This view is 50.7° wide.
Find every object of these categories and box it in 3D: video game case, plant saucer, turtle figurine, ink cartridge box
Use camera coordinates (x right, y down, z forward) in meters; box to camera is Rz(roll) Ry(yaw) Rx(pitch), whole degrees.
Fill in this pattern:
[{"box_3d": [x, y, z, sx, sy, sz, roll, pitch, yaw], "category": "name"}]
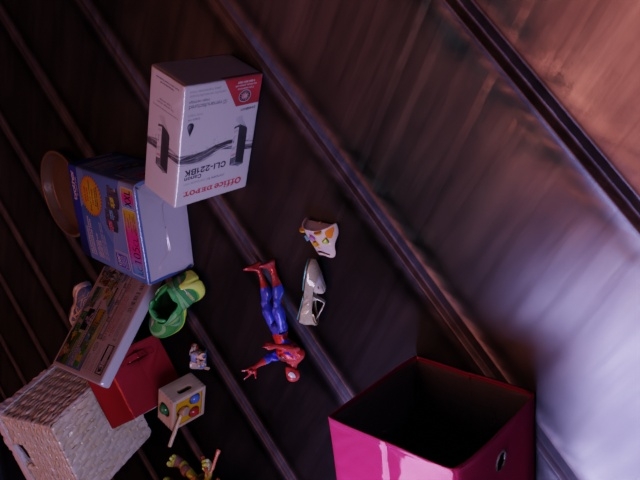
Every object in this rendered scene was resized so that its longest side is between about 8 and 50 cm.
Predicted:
[{"box_3d": [-0.608, 0.234, 1.923, 0.300, 0.329, 0.036, 5, 155, 45], "category": "video game case"}, {"box_3d": [-0.788, -0.147, 2.104, 0.277, 0.041, 0.278, 22, 122, 39], "category": "plant saucer"}, {"box_3d": [-0.364, 0.713, 2.003, 0.217, 0.087, 0.270, 14, 101, 34], "category": "turtle figurine"}, {"box_3d": [-0.243, -0.225, 1.387, 0.114, 0.197, 0.273, 37, 130, 30], "category": "ink cartridge box"}, {"box_3d": [-0.519, -0.073, 1.780, 0.395, 0.151, 0.270, 18, 119, 42], "category": "ink cartridge box"}]

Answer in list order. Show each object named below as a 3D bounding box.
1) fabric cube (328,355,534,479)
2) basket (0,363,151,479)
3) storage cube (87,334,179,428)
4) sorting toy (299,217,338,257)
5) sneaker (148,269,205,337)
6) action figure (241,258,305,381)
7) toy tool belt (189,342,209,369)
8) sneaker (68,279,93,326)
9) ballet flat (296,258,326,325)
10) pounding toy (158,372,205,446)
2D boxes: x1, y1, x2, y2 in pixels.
[{"box_3d": [0.197, 0.391, 1.157, 0.259, 0.254, 0.258, 11, 114, 43], "category": "fabric cube"}, {"box_3d": [-0.770, 0.583, 2.129, 0.266, 0.331, 0.328, 1, 119, 32], "category": "basket"}, {"box_3d": [-0.549, 0.415, 1.993, 0.215, 0.183, 0.193, -34, 83, 47], "category": "storage cube"}, {"box_3d": [0.000, 0.000, 1.359, 0.083, 0.045, 0.075, 12, 134, 43], "category": "sorting toy"}, {"box_3d": [-0.410, 0.174, 1.788, 0.109, 0.123, 0.295, 54, 137, 13], "category": "sneaker"}, {"box_3d": [-0.123, 0.197, 1.498, 0.091, 0.139, 0.280, -11, 101, 49], "category": "action figure"}, {"box_3d": [-0.322, 0.314, 1.823, 0.051, 0.052, 0.083, 12, 123, 8], "category": "toy tool belt"}, {"box_3d": [-0.777, 0.234, 2.228, 0.081, 0.080, 0.211, 39, 132, 32], "category": "sneaker"}, {"box_3d": [-0.012, 0.108, 1.413, 0.052, 0.057, 0.168, 16, 126, 9], "category": "ballet flat"}, {"box_3d": [-0.392, 0.472, 1.885, 0.100, 0.141, 0.130, 32, 128, 33], "category": "pounding toy"}]
